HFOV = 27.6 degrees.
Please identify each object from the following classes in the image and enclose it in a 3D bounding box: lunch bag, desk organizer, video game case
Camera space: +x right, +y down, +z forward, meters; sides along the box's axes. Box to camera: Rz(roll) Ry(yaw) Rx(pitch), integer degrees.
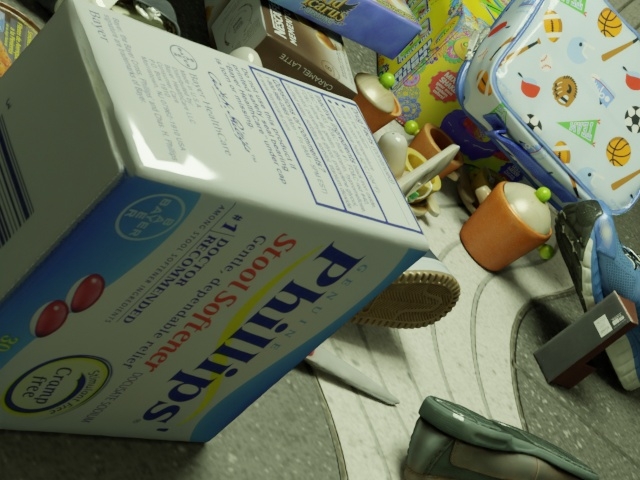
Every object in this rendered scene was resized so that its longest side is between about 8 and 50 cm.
[{"bbox_3d":[0.320,-0.183,1.694,0.303,0.243,0.115,42,-18,-20],"label":"lunch bag"},{"bbox_3d":[0.328,0.122,1.574,0.050,0.130,0.047,23,35,-44],"label":"desk organizer"},{"bbox_3d":[-0.028,-0.352,1.553,0.269,0.061,0.244,18,35,-44],"label":"video game case"}]

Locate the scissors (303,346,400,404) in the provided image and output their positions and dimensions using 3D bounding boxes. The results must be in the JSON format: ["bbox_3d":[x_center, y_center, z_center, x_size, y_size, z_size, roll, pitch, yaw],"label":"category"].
[{"bbox_3d":[-0.026,0.084,1.196,0.297,0.021,0.109,17,51,-45],"label":"scissors"}]

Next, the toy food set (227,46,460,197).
[{"bbox_3d":[-0.031,-0.116,1.298,0.306,0.092,0.220,21,21,15],"label":"toy food set"}]

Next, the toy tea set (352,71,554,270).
[{"bbox_3d":[0.172,-0.102,1.657,0.336,0.124,0.200,32,30,-28],"label":"toy tea set"}]

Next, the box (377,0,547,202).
[{"bbox_3d":[0.245,-0.234,1.894,0.290,0.177,0.279,37,28,-21],"label":"box"}]

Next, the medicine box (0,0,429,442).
[{"bbox_3d":[-0.121,0.006,0.910,0.289,0.263,0.149,14,42,-47],"label":"medicine box"}]

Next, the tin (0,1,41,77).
[{"bbox_3d":[-0.279,-0.141,1.139,0.106,0.040,0.190,26,33,-29],"label":"tin"}]

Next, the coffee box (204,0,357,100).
[{"bbox_3d":[-0.054,-0.244,1.545,0.141,0.098,0.246,29,30,-30],"label":"coffee box"}]

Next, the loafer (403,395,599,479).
[{"bbox_3d":[0.174,0.224,1.285,0.267,0.084,0.096,27,1,-42],"label":"loafer"}]

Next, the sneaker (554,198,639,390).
[{"bbox_3d":[0.399,0.052,1.650,0.330,0.147,0.130,54,17,-43],"label":"sneaker"}]

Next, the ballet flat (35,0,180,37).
[{"bbox_3d":[-0.217,-0.236,1.327,0.203,0.074,0.074,13,42,-52],"label":"ballet flat"}]

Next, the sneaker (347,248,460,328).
[{"bbox_3d":[0.000,0.000,1.294,0.282,0.099,0.153,14,33,-39],"label":"sneaker"}]
